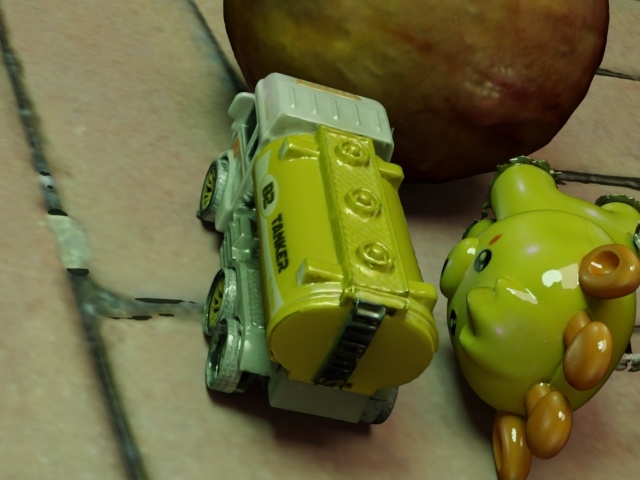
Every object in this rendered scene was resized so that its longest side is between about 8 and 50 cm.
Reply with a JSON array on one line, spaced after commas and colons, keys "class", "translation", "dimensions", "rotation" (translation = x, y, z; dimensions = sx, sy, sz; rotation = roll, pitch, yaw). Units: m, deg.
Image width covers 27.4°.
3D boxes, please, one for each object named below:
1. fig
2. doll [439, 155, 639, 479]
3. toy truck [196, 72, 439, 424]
[{"class": "fig", "translation": [0.056, -0.148, 0.863], "dimensions": [0.263, 0.224, 0.224], "rotation": [-10, 46, -26]}, {"class": "doll", "translation": [0.130, 0.039, 0.727], "dimensions": [0.135, 0.143, 0.221], "rotation": [25, 22, -5]}, {"class": "toy truck", "translation": [0.000, 0.000, 0.696], "dimensions": [0.098, 0.114, 0.227], "rotation": [14, 34, -17]}]
